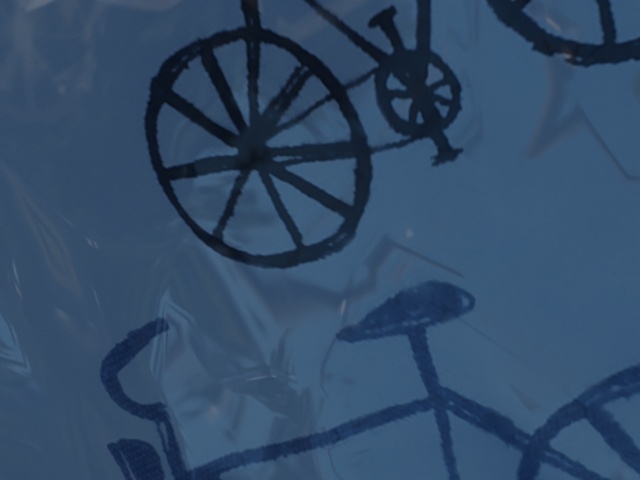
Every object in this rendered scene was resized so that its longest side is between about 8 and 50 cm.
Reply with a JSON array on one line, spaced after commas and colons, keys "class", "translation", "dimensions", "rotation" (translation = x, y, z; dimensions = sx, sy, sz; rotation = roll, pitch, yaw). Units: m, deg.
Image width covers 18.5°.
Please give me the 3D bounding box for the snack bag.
[{"class": "snack bag", "translation": [0.000, 0.000, 0.482], "dimensions": [0.323, 0.342, 0.037], "rotation": [-30, -173, 40]}]
